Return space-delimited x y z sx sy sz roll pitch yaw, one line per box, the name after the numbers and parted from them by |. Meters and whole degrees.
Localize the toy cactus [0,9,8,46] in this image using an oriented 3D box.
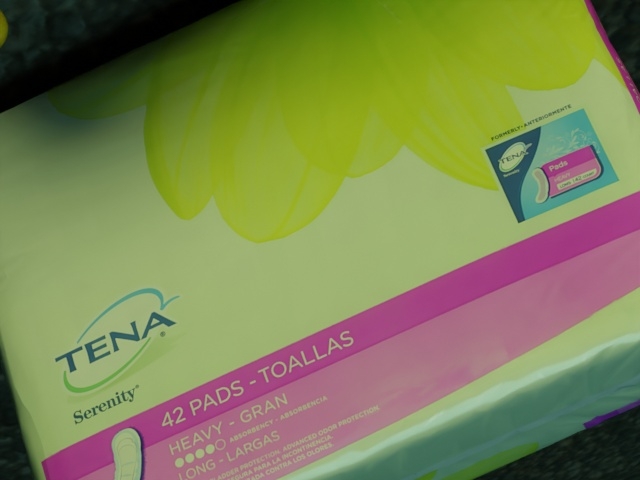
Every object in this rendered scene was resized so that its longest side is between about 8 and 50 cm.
-0.164 -0.144 0.571 0.219 0.112 0.180 6 129 -21 | toy cactus

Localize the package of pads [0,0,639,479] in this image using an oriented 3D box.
0.000 0.000 0.730 0.296 0.229 0.101 -25 153 6 | package of pads
